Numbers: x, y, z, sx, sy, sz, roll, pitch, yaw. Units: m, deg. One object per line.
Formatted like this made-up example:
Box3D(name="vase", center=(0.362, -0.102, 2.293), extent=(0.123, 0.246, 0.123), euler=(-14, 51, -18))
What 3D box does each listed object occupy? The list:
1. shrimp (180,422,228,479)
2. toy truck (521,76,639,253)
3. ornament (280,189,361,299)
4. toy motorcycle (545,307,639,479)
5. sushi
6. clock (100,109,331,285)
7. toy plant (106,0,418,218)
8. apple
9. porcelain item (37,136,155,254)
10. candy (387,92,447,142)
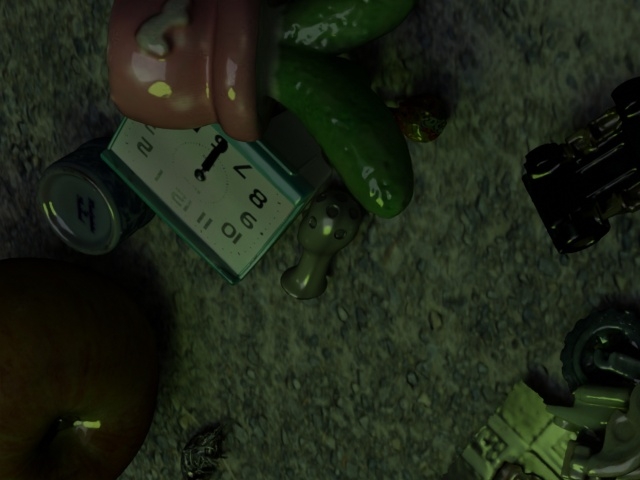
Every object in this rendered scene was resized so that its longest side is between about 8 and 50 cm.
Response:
Box3D(name="shrimp", center=(-0.179, 0.331, 2.004), extent=(0.065, 0.057, 0.165), euler=(54, 141, 15))
Box3D(name="toy truck", center=(0.346, -0.090, 1.392), extent=(0.257, 0.127, 0.127), euler=(-34, 68, 29))
Box3D(name="ornament", center=(0.000, 0.000, 1.696), extent=(0.081, 0.075, 0.156), euler=(42, 133, 23))
Box3D(name="toy motorcycle", center=(0.447, 0.235, 1.472), extent=(0.410, 0.169, 0.237), euler=(22, 89, 30))
Box3D(name="sushi", center=(0.342, 0.391, 1.701), extent=(0.373, 0.100, 0.296), euler=(42, 121, 18))
Box3D(name="clock", center=(-0.133, -0.107, 1.703), extent=(0.262, 0.116, 0.231), euler=(45, 135, 4))
Box3D(name="toy plant", center=(-0.060, -0.191, 1.486), extent=(0.356, 0.210, 0.317), euler=(6, 80, 1))
Box3D(name="apple", center=(-0.440, 0.211, 1.885), extent=(0.333, 0.400, 0.400), euler=(34, 133, 43))
Box3D(name="porcelain item", center=(-0.309, -0.066, 1.822), extent=(0.147, 0.114, 0.147), euler=(18, 127, 26))
Box3D(name="candy", center=(0.067, -0.158, 1.590), extent=(0.201, 0.060, 0.060), euler=(13, 122, 35))
